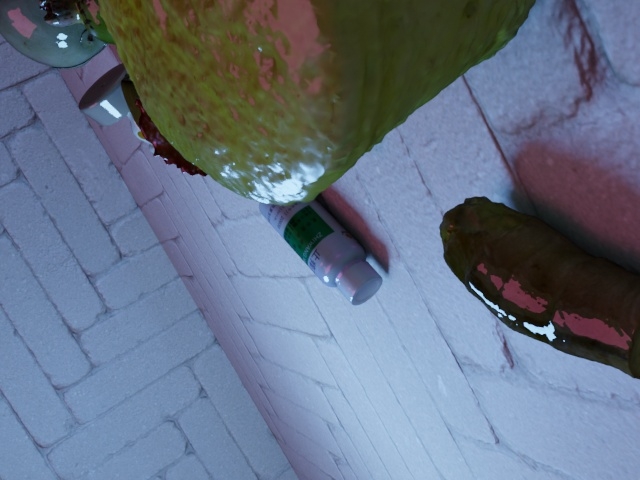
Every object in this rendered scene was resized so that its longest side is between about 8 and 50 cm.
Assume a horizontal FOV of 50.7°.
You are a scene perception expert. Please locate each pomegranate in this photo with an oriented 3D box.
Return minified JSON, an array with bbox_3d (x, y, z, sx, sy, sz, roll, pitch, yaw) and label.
[{"bbox_3d":[-0.435,-0.479,1.339,0.179,0.211,0.179,3,-90,-90],"label":"pomegranate"}]

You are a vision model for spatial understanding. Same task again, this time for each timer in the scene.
[{"bbox_3d":[-0.487,-0.317,1.806,0.266,0.175,0.175,49,167,-34],"label":"timer"}]

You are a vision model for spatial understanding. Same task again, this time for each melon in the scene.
[{"bbox_3d":[-0.627,-0.551,1.570,0.330,0.268,0.268,47,157,15],"label":"melon"}]

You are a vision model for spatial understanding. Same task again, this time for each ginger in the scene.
[{"bbox_3d":[0.232,0.046,0.691,0.263,0.116,0.109,32,-172,42],"label":"ginger"}]

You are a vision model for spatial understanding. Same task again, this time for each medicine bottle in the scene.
[{"bbox_3d":[0.000,0.000,1.168,0.260,0.095,0.095,45,156,29],"label":"medicine bottle"}]

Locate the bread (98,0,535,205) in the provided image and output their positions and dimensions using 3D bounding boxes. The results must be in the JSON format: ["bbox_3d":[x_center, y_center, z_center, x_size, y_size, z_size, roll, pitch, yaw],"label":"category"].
[{"bbox_3d":[-0.006,-0.226,0.554,0.348,0.308,0.348,43,148,35],"label":"bread"}]

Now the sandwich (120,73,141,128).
[{"bbox_3d":[-0.324,-0.301,1.439,0.236,0.122,0.128,26,141,55],"label":"sandwich"}]

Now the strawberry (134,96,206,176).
[{"bbox_3d":[-0.203,-0.231,1.171,0.233,0.234,0.178,63,174,-13],"label":"strawberry"}]
